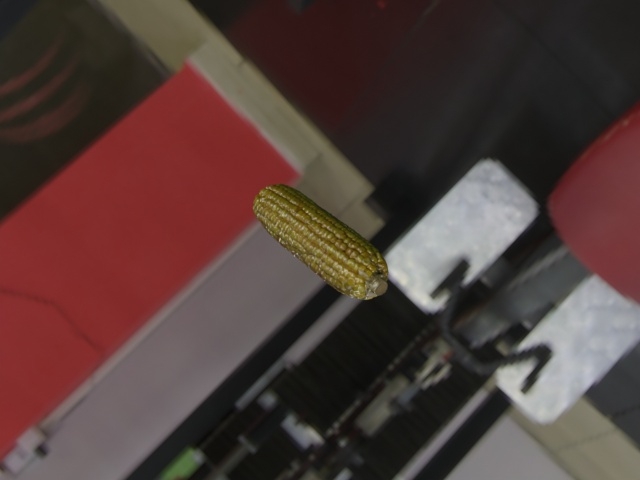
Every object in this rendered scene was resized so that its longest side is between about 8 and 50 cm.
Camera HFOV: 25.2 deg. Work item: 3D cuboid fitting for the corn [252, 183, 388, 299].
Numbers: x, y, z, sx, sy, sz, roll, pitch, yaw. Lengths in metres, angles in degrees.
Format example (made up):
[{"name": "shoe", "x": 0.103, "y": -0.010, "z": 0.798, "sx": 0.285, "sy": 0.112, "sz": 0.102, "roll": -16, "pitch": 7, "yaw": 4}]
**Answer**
[{"name": "corn", "x": 0.000, "y": 0.000, "z": 1.648, "sx": 0.207, "sy": 0.068, "sz": 0.068, "roll": 39, "pitch": 158, "yaw": 31}]
